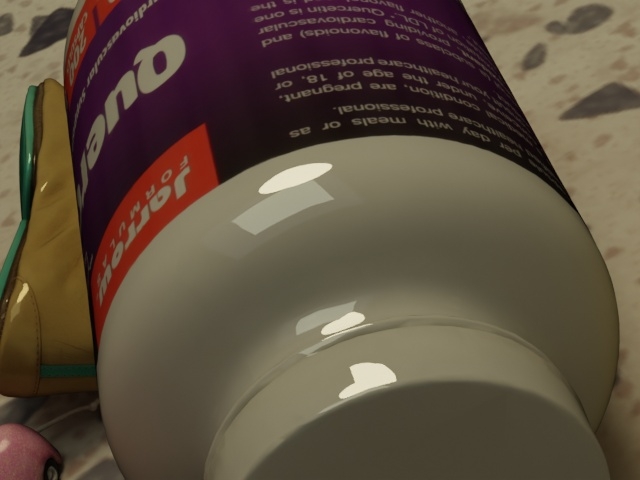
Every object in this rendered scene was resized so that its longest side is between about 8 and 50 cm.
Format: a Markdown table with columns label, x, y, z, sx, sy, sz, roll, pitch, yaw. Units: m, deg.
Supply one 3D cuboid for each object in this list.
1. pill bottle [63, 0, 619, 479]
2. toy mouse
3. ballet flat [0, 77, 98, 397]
| label | x | y | z | sx | sy | sz | roll | pitch | yaw |
| --- | --- | --- | --- | --- | --- | --- | --- | --- | --- |
| pill bottle | 0.000 | 0.000 | 0.635 | 0.181 | 0.181 | 0.323 | -23 | 35 | 4 |
| toy mouse | -0.170 | 0.116 | 0.724 | 0.161 | 0.031 | 0.143 | -21 | 36 | 7 |
| ballet flat | -0.118 | -0.002 | 0.819 | 0.073 | 0.080 | 0.232 | 5 | 36 | -7 |
